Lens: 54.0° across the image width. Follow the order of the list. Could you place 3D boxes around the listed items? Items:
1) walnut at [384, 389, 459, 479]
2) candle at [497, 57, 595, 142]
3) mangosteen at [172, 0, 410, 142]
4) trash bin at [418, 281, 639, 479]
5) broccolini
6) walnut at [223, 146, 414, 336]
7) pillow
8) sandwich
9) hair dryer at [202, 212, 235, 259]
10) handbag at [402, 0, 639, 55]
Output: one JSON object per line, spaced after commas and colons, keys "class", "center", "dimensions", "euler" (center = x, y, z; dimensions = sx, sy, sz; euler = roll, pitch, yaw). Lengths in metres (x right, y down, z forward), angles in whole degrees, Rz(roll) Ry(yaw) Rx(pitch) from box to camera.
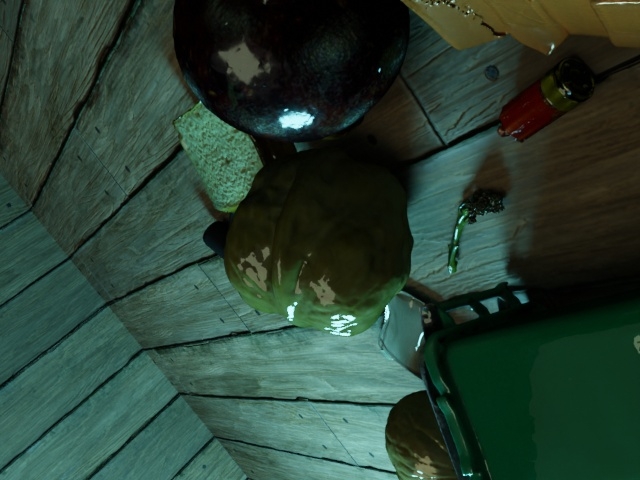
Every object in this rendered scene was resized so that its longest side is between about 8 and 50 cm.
{"class": "walnut", "center": [0.228, 0.381, 1.178], "dimensions": [0.228, 0.228, 0.228], "euler": [32, 145, 25]}
{"class": "candle", "center": [0.245, -0.150, 0.711], "dimensions": [0.052, 0.052, 0.130], "euler": [48, 150, 0]}
{"class": "mangosteen", "center": [-0.032, -0.246, 0.753], "dimensions": [0.288, 0.288, 0.288], "euler": [32, 145, 25]}
{"class": "trash bin", "center": [0.328, 0.158, 0.746], "dimensions": [0.381, 0.259, 0.295], "euler": [-35, 70, 52]}
{"class": "broccolini", "center": [0.215, -0.016, 0.923], "dimensions": [0.194, 0.054, 0.052], "euler": [98, 154, -60]}
{"class": "walnut", "center": [0.002, 0.001, 0.970], "dimensions": [0.282, 0.277, 0.253], "euler": [24, 153, 0]}
{"class": "pillow", "center": [0.166, 0.178, 1.185], "dimensions": [0.130, 0.038, 0.233], "euler": [34, 146, 27]}
{"class": "sandwich", "center": [-0.152, -0.170, 1.144], "dimensions": [0.251, 0.087, 0.226], "euler": [-18, 99, 57]}
{"class": "hair dryer", "center": [-0.193, -0.051, 1.371], "dimensions": [0.128, 0.070, 0.255], "euler": [35, 139, 22]}
{"class": "handbag", "center": [0.228, -0.231, 0.446], "dimensions": [0.410, 0.116, 0.303], "euler": [18, -179, 39]}
